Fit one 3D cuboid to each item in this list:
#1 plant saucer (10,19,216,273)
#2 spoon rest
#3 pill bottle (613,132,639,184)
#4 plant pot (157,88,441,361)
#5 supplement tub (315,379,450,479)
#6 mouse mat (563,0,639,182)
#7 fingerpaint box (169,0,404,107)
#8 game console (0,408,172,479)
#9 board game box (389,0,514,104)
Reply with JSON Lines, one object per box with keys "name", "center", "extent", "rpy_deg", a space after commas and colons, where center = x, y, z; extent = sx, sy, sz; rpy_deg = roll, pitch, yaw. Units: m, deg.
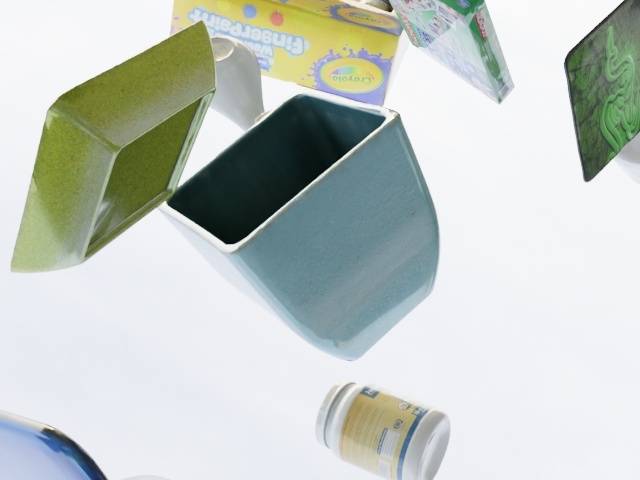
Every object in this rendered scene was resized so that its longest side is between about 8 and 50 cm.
{"name": "plant saucer", "center": [-0.155, -0.065, 0.748], "extent": [0.045, 0.188, 0.188], "rpy_deg": [36, -138, 8]}
{"name": "spoon rest", "center": [-0.136, -0.241, 1.479], "extent": [0.137, 0.084, 0.276], "rpy_deg": [-26, -131, -15]}
{"name": "pill bottle", "center": [0.557, -0.166, 1.525], "extent": [0.265, 0.153, 0.153], "rpy_deg": [14, -130, -62]}
{"name": "plant pot", "center": [0.000, 0.000, 1.128], "extent": [0.247, 0.248, 0.252], "rpy_deg": [-40, -61, -13]}
{"name": "supplement tub", "center": [0.106, 0.328, 1.585], "extent": [0.200, 0.144, 0.144], "rpy_deg": [17, -140, 28]}
{"name": "mouse mat", "center": [0.328, -0.172, 1.027], "extent": [0.153, 0.189, 0.007], "rpy_deg": [-43, -133, -18]}
{"name": "fingerpaint box", "center": [-0.038, -0.467, 1.915], "extent": [0.445, 0.163, 0.371], "rpy_deg": [16, -147, 5]}
{"name": "game console", "center": [-0.134, 0.158, 0.619], "extent": [0.250, 0.293, 0.173], "rpy_deg": [-8, -82, -47]}
{"name": "board game box", "center": [0.200, -0.354, 1.507], "extent": [0.213, 0.046, 0.317], "rpy_deg": [42, -179, 25]}
